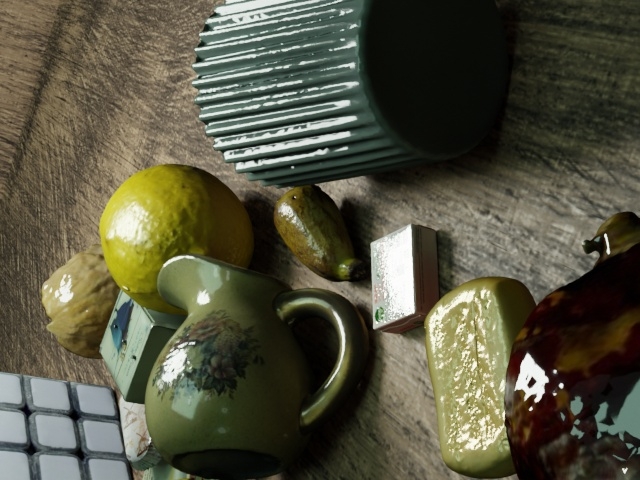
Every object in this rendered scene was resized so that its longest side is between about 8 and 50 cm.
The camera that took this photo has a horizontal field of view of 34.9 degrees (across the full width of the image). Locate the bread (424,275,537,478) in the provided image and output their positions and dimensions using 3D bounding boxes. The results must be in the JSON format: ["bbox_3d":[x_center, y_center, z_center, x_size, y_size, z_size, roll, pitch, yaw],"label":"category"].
[{"bbox_3d":[0.190,0.148,1.100,0.147,0.098,0.217,-31,55,48],"label":"bread"}]

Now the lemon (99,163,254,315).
[{"bbox_3d":[-0.238,-0.002,1.691,0.284,0.260,0.260,46,117,38],"label":"lemon"}]

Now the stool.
[{"bbox_3d":[0.043,-0.220,1.319,0.330,0.297,0.297,0,78,52],"label":"stool"}]

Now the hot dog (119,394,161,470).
[{"bbox_3d":[-0.313,0.322,1.813,0.108,0.059,0.191,-43,37,21],"label":"hot dog"}]

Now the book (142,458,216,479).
[{"bbox_3d":[-0.230,0.392,1.733,0.289,0.026,0.201,-8,70,56],"label":"book"}]

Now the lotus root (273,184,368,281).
[{"bbox_3d":[0.000,0.000,1.463,0.094,0.108,0.190,-35,54,6],"label":"lotus root"}]

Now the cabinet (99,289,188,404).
[{"bbox_3d":[-0.284,0.179,1.787,0.206,0.150,0.145,41,113,56],"label":"cabinet"}]

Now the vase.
[{"bbox_3d":[-0.084,0.167,1.439,0.329,0.241,0.302,-12,58,21],"label":"vase"}]

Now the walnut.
[{"bbox_3d":[-0.440,0.110,2.028,0.141,0.204,0.238,-21,60,37],"label":"walnut"}]

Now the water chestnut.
[{"bbox_3d":[0.318,0.136,0.758,0.335,0.347,0.335,-39,4,3],"label":"water chestnut"}]

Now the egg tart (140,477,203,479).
[{"bbox_3d":[-0.162,0.436,1.406,0.132,0.341,0.341,-41,32,-10],"label":"egg tart"}]

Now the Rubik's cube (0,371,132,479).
[{"bbox_3d":[-0.570,0.466,1.983,0.305,0.304,0.301,-55,37,27],"label":"Rubik's cube"}]

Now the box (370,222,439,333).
[{"bbox_3d":[0.109,0.050,1.318,0.089,0.043,0.125,-27,56,51],"label":"box"}]
